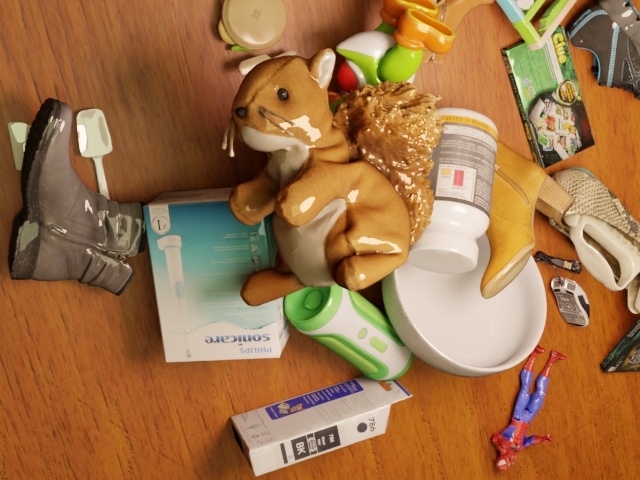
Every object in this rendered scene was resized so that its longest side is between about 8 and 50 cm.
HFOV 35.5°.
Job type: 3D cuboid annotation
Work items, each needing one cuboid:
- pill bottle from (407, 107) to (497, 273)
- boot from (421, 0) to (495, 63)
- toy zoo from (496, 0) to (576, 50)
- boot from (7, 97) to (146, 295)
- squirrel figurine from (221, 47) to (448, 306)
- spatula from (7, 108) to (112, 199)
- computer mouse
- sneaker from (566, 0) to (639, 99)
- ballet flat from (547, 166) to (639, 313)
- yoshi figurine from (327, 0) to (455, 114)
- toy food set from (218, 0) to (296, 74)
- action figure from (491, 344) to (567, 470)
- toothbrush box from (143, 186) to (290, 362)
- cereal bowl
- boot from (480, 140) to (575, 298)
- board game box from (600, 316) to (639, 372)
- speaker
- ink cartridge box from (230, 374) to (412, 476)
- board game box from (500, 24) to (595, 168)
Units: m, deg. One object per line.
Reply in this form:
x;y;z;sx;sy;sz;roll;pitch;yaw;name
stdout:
0.236;-0.090;1.840;0.162;0.162;0.278;18;68;-21;pill bottle
0.245;-0.413;1.903;0.197;0.073;0.152;-4;111;-19;boot
0.375;-0.533;1.894;0.293;0.030;0.192;49;63;-21;toy zoo
-0.406;-0.074;1.734;0.222;0.118;0.338;7;114;-23;boot
0.018;-0.133;1.636;0.397;0.281;0.370;-27;100;-36;squirrel figurine
-0.444;-0.103;1.768;0.168;0.019;0.242;-12;106;-16;spatula
0.523;0.102;2.103;0.042;0.106;0.193;-46;126;-28;computer mouse
0.632;-0.352;2.029;0.139;0.125;0.341;-34;116;21;sneaker
0.637;0.043;2.068;0.482;0.164;0.182;35;52;-20;ballet flat
0.125;-0.254;1.818;0.203;0.203;0.362;41;121;17;yoshi figurine
-0.126;-0.404;1.799;0.132;0.038;0.192;-20;103;-20;toy food set
0.447;0.373;2.110;0.091;0.139;0.280;19;98;-20;action figure
-0.181;0.060;1.794;0.216;0.126;0.296;-4;104;9;toothbrush box
0.261;0.111;1.941;0.339;0.141;0.339;11;61;-21;cereal bowl
0.328;-0.045;1.922;0.211;0.104;0.295;36;69;18;boot
0.703;0.224;2.155;0.126;0.026;0.186;1;139;-20;board game box
0.059;0.165;1.890;0.131;0.131;0.296;-52;134;-1;speaker
0.004;0.347;1.939;0.332;0.165;0.065;-17;107;-13;ink cartridge box
0.462;-0.287;2.017;0.136;0.030;0.260;-24;108;-9;board game box
